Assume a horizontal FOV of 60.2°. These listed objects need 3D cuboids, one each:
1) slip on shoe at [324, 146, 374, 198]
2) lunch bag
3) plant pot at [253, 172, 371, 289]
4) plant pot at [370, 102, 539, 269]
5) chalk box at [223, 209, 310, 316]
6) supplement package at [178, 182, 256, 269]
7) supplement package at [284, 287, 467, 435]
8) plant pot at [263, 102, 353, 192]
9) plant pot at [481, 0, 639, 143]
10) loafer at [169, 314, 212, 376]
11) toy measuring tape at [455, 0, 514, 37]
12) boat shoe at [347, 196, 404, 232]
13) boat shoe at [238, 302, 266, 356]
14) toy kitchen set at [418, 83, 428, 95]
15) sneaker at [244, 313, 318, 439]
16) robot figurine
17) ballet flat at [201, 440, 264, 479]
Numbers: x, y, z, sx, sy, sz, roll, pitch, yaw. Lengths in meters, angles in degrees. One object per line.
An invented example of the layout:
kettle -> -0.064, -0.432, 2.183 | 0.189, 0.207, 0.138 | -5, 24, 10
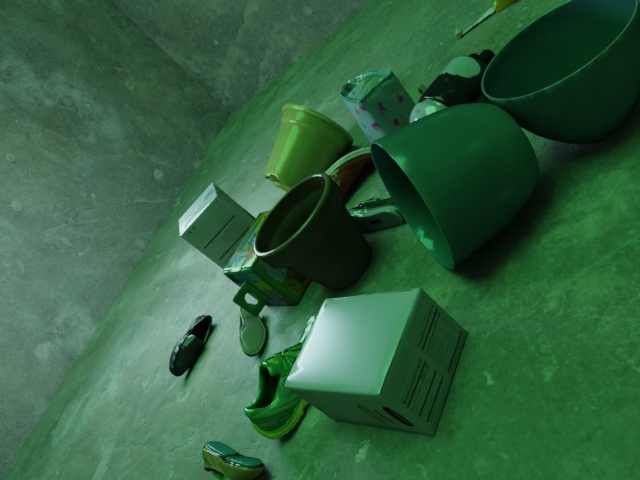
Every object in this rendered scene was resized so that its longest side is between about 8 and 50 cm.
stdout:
slip on shoe -> 0.051, -0.166, 1.708 | 0.331, 0.123, 0.101 | -37, 69, 2
lunch bag -> 0.177, -0.386, 1.660 | 0.160, 0.223, 0.262 | -43, 23, -2
plant pot -> 0.000, 0.000, 1.381 | 0.263, 0.229, 0.263 | -37, 28, 23
plant pot -> 0.274, -0.128, 1.082 | 0.235, 0.293, 0.293 | -32, 25, -1
chalk box -> -0.137, 0.072, 1.565 | 0.179, 0.180, 0.289 | -11, 45, 53
supplement package -> -0.290, -0.016, 1.798 | 0.175, 0.293, 0.177 | -47, 25, 4
supplement package -> 0.096, 0.218, 1.012 | 0.261, 0.145, 0.204 | -15, 41, 51
plant pot -> -0.063, -0.292, 1.916 | 0.276, 0.276, 0.254 | 15, 78, 63
plant pot -> 0.487, -0.300, 1.055 | 0.290, 0.195, 0.290 | -35, 27, 21
loafer -> -0.410, 0.327, 1.758 | 0.078, 0.076, 0.223 | -35, 23, 44
toy measuring tape -> 0.550, -0.792, 1.771 | 0.330, 0.121, 0.121 | -30, 31, 35
boat shoe -> 0.139, -0.072, 1.452 | 0.219, 0.078, 0.070 | -5, 49, 45
boat shoe -> -0.194, 0.261, 1.550 | 0.206, 0.075, 0.065 | -110, 21, -56
toy kitchen set -> 0.349, -0.446, 1.658 | 0.075, 0.083, 0.068 | -47, -17, 2
sneaker -> -0.061, 0.280, 1.203 | 0.109, 0.123, 0.296 | -11, 43, 53
robot figurine -> 0.349, -0.341, 1.385 | 0.278, 0.173, 0.209 | -51, -18, -7
ballet flat -> -0.189, 0.492, 1.192 | 0.232, 0.080, 0.073 | -10, 72, 57
